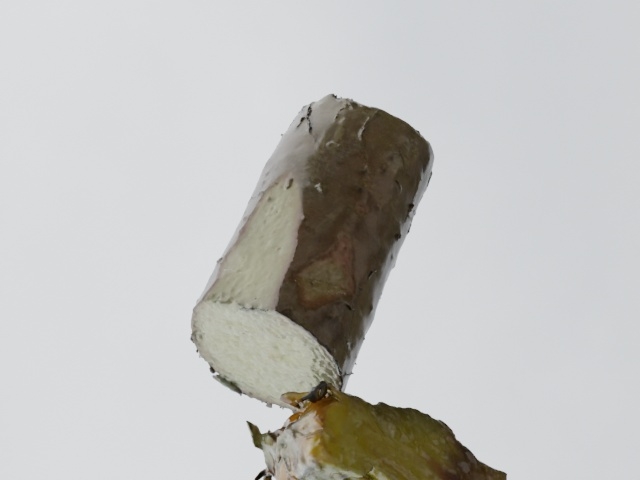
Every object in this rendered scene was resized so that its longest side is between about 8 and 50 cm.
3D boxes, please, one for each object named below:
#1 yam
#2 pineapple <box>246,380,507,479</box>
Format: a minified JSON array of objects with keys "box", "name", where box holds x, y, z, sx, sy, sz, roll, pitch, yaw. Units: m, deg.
[{"box":[0.000,0.001,1.154,0.129,0.128,0.238,21,-122,8],"name":"yam"},{"box":[0.039,0.192,1.082,0.236,0.186,0.114,81,-167,-53],"name":"pineapple"}]
